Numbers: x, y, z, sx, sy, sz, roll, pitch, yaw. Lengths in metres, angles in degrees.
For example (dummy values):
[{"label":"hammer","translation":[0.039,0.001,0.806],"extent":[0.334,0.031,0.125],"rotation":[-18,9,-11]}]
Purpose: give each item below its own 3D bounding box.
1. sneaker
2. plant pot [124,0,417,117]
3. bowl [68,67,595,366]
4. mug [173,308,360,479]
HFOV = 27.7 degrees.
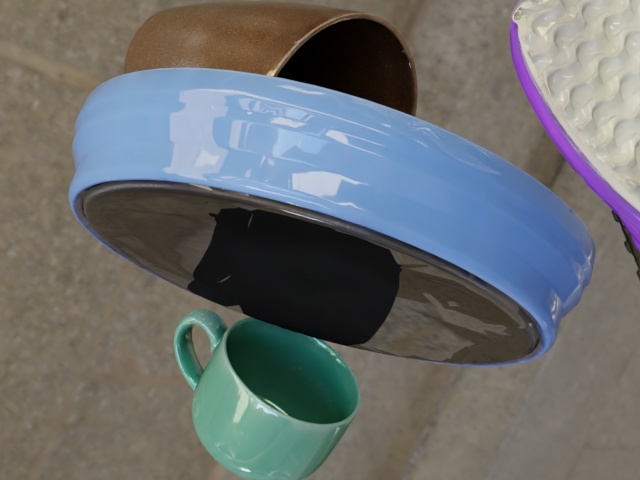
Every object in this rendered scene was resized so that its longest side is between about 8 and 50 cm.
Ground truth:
[{"label":"sneaker","translation":[0.191,-0.005,0.659],"extent":[0.102,0.293,0.146],"rotation":[-43,177,-19]},{"label":"plant pot","translation":[-0.067,-0.133,1.194],"extent":[0.215,0.230,0.215],"rotation":[-27,130,-37]},{"label":"bowl","translation":[0.000,0.000,0.954],"extent":[0.391,0.391,0.077],"rotation":[45,59,-59]},{"label":"mug","translation":[-0.050,0.135,1.114],"extent":[0.129,0.158,0.097],"rotation":[4,127,-38]}]
